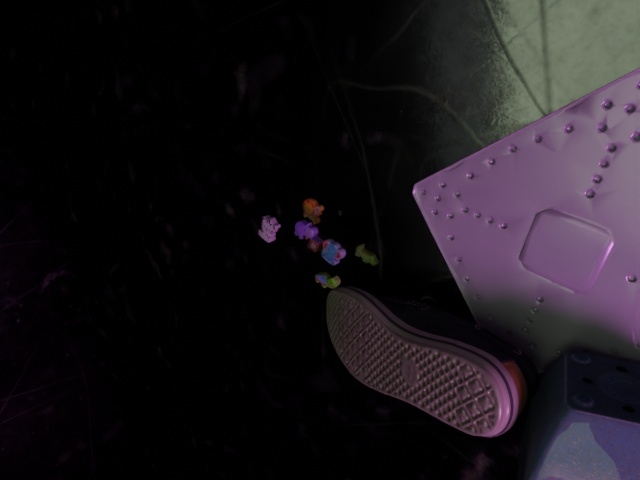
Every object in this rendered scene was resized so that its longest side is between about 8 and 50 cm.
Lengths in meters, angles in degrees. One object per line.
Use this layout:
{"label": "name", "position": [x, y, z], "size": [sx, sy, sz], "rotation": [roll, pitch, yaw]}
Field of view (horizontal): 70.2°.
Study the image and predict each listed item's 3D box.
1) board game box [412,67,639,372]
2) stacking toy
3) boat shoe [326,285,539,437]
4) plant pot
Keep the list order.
{"label": "board game box", "position": [0.384, 0.008, 0.710], "size": [0.390, 0.050, 0.390], "rotation": [-26, 91, 45]}
{"label": "stacking toy", "position": [0.000, 0.000, 0.949], "size": [0.221, 0.167, 0.052], "rotation": [38, 127, 21]}
{"label": "boat shoe", "position": [0.180, 0.205, 0.885], "size": [0.500, 0.155, 0.187], "rotation": [14, 107, 55]}
{"label": "plant pot", "position": [0.423, 0.314, 0.661], "size": [0.247, 0.247, 0.252], "rotation": [5, 113, 27]}
